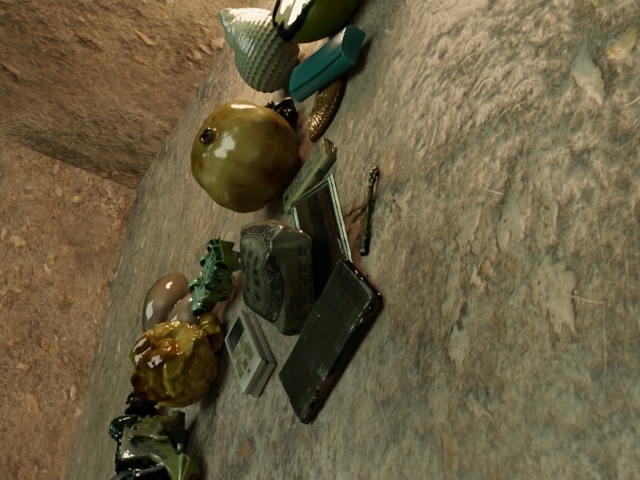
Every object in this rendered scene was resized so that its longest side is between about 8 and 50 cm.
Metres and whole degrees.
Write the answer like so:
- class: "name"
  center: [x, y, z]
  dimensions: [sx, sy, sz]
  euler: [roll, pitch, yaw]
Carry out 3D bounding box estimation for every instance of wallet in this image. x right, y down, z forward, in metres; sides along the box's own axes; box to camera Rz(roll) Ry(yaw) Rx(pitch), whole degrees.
- class: "wallet"
  center: [0.015, 0.208, 1.434]
  dimensions: [0.317, 0.044, 0.169]
  euler: [-62, 32, 16]

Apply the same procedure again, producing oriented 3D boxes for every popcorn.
- class: "popcorn"
  center: [-0.411, 0.340, 1.997]
  dimensions: [0.264, 0.225, 0.332]
  euler: [6, 36, 26]

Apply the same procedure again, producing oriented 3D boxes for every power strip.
- class: "power strip"
  center: [-0.042, -0.162, 1.884]
  dimensions: [0.268, 0.034, 0.092]
  euler: [-52, 29, 31]

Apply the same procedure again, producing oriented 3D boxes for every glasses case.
- class: "glasses case"
  center: [0.008, -0.502, 1.964]
  dimensions: [0.301, 0.070, 0.117]
  euler: [-18, 49, 56]

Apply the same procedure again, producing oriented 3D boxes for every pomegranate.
- class: "pomegranate"
  center: [-0.227, -0.248, 2.016]
  dimensions: [0.332, 0.332, 0.333]
  euler: [-46, 32, 40]

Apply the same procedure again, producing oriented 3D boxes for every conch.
- class: "conch"
  center: [-0.181, -0.667, 2.336]
  dimensions: [0.215, 0.319, 0.303]
  euler: [-19, 16, 23]

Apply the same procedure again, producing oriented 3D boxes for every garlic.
- class: "garlic"
  center: [-0.441, 0.239, 2.258]
  dimensions: [0.340, 0.231, 0.246]
  euler: [-71, -26, -48]

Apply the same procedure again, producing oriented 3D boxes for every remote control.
- class: "remote control"
  center: [-0.189, 0.285, 1.784]
  dimensions: [0.103, 0.055, 0.277]
  euler: [-62, 25, 11]

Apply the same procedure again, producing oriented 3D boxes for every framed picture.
- class: "framed picture"
  center: [0.000, 0.000, 1.560]
  dimensions: [0.197, 0.014, 0.252]
  euler: [-31, 68, 54]

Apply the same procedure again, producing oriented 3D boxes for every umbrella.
- class: "umbrella"
  center: [-0.140, -0.392, 2.212]
  dimensions: [0.272, 0.110, 0.122]
  euler: [17, 85, 61]

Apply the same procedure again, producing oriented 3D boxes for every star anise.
- class: "star anise"
  center: [-0.586, 0.583, 2.290]
  dimensions: [0.190, 0.125, 0.220]
  euler: [-102, 13, -52]

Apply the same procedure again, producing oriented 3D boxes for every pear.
- class: "pear"
  center: [0.013, -0.771, 2.129]
  dimensions: [0.399, 0.165, 0.399]
  euler: [-46, 32, 40]

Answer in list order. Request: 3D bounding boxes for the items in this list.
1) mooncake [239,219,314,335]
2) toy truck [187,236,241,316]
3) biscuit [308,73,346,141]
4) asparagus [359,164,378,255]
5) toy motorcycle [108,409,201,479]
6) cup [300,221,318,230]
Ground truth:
- class: "mooncake"
  center: [-0.110, 0.077, 1.610]
  dimensions: [0.250, 0.136, 0.255]
  euler: [-155, 61, -62]
- class: "toy truck"
  center: [-0.307, 0.123, 2.083]
  dimensions: [0.259, 0.135, 0.128]
  euler: [-56, 37, 33]
- class: "biscuit"
  center: [0.015, -0.407, 1.980]
  dimensions: [0.176, 0.031, 0.229]
  euler: [-37, 39, 47]
- class: "asparagus"
  center: [0.107, -0.072, 1.517]
  dimensions: [0.022, 0.023, 0.233]
  euler: [1, 63, 17]
- class: "toy motorcycle"
  center: [-0.457, 0.586, 1.875]
  dimensions: [0.410, 0.237, 0.169]
  euler: [-138, 58, -67]
- class: "cup"
  center: [0.005, -0.046, 1.631]
  dimensions: [0.077, 0.078, 0.100]
  euler: [5, 92, 60]
